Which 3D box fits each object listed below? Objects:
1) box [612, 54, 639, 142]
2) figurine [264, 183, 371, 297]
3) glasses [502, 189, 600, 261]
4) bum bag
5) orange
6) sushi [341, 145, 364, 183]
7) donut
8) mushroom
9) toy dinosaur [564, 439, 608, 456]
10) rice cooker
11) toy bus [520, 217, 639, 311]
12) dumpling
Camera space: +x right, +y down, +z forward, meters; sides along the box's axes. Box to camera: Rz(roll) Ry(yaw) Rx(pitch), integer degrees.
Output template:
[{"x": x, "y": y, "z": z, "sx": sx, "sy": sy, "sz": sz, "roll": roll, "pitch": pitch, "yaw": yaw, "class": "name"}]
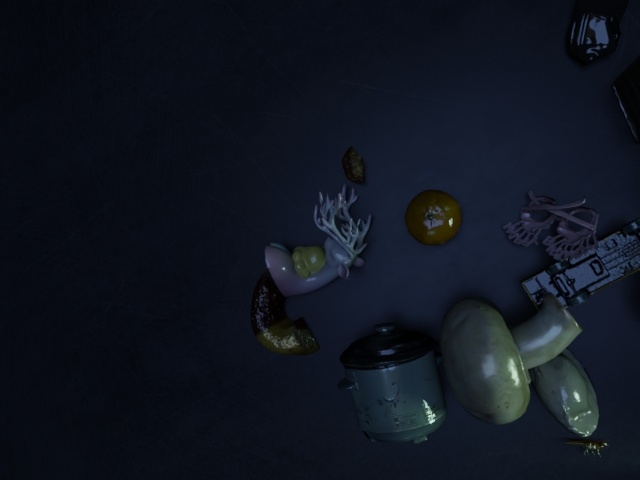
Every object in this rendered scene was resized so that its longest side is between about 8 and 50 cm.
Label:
[{"x": 0.906, "y": -0.387, "z": 1.186, "sx": 0.297, "sy": 0.225, "sz": 0.191, "roll": -20, "pitch": 85, "yaw": 13, "class": "box"}, {"x": 0.000, "y": 0.006, "z": 1.442, "sx": 0.315, "sy": 0.206, "sz": 0.284, "roll": -15, "pitch": 96, "yaw": 9, "class": "figurine"}, {"x": 0.591, "y": -0.041, "z": 1.288, "sx": 0.255, "sy": 0.095, "sz": 0.162, "roll": 26, "pitch": 87, "yaw": 50, "class": "glasses"}, {"x": 0.740, "y": -0.620, "z": 1.309, "sx": 0.142, "sy": 0.079, "sz": 0.326, "roll": 13, "pitch": 93, "yaw": 18, "class": "bum bag"}, {"x": 0.311, "y": -0.064, "z": 1.393, "sx": 0.156, "sy": 0.124, "sz": 0.156, "roll": -1, "pitch": 86, "yaw": 14, "class": "orange"}, {"x": 0.100, "y": -0.220, "z": 1.483, "sx": 0.060, "sy": 0.061, "sz": 0.118, "roll": -24, "pitch": 90, "yaw": 40, "class": "sushi"}, {"x": -0.148, "y": 0.241, "z": 1.518, "sx": 0.151, "sy": 0.112, "sz": 0.295, "roll": -32, "pitch": 81, "yaw": 9, "class": "donut"}, {"x": 0.420, "y": 0.266, "z": 1.249, "sx": 0.315, "sy": 0.315, "sz": 0.356, "roll": 21, "pitch": 115, "yaw": 14, "class": "mushroom"}, {"x": 0.703, "y": 0.549, "z": 1.331, "sx": 0.113, "sy": 0.026, "sz": 0.041, "roll": -3, "pitch": 82, "yaw": 6, "class": "toy dinosaur"}, {"x": 0.195, "y": 0.369, "z": 1.350, "sx": 0.316, "sy": 0.264, "sz": 0.317, "roll": 0, "pitch": 88, "yaw": -10, "class": "rice cooker"}, {"x": 0.692, "y": 0.072, "z": 1.291, "sx": 0.335, "sy": 0.123, "sz": 0.121, "roll": -31, "pitch": 80, "yaw": 12, "class": "toy bus"}, {"x": 0.638, "y": 0.378, "z": 1.301, "sx": 0.172, "sy": 0.142, "sz": 0.247, "roll": -4, "pitch": 61, "yaw": -18, "class": "dumpling"}]
